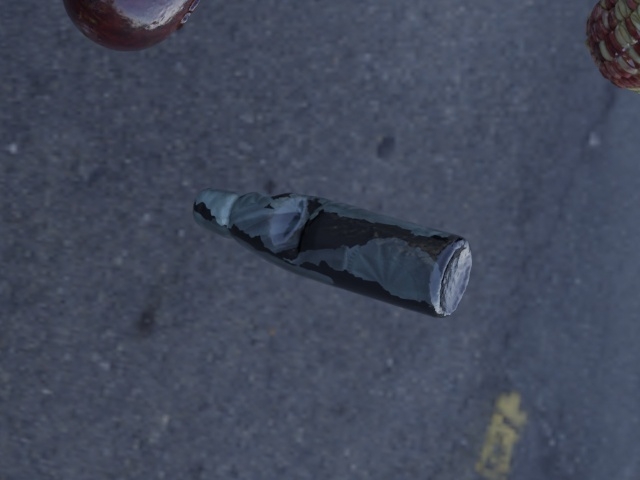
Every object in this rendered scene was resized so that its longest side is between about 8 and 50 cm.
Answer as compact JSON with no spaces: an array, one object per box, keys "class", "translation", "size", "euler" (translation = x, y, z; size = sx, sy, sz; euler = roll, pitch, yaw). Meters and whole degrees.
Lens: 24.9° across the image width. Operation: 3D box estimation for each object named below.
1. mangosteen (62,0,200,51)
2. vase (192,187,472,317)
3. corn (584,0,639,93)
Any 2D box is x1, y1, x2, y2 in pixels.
[{"class":"mangosteen","translation":[-0.271,-0.368,1.876],"size":[0.257,0.215,0.215],"euler":[32,66,-13]},{"class":"vase","translation":[0.000,0.000,1.015],"size":[0.060,0.211,0.060],"euler":[-39,137,-50]},{"class":"corn","translation":[0.291,-0.204,1.075],"size":[0.098,0.290,0.098],"euler":[7,66,-17]}]
